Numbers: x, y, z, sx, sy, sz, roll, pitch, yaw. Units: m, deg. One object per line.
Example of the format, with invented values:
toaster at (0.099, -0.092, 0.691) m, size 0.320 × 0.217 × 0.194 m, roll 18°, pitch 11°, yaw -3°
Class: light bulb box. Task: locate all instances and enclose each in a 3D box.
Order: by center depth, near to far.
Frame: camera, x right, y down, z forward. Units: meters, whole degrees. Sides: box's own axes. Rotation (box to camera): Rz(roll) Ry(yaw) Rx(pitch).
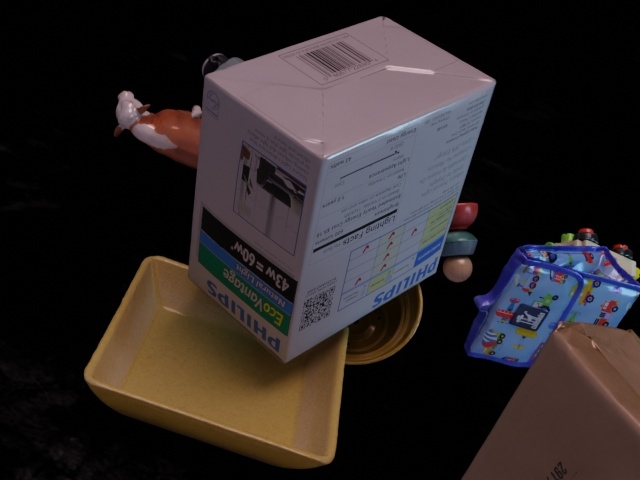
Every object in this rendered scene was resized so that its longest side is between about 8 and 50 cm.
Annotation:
light bulb box at (0.022, -0.080, 1.326) m, size 0.358 × 0.361 × 0.225 m, roll -27°, pitch 53°, yaw -38°

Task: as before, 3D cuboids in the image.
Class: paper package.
paper package at (0.365, 0.325, 1.183) m, size 0.168 × 0.324 × 0.309 m, roll 5°, pitch 33°, yaw -34°

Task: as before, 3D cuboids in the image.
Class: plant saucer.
plant saucer at (-0.136, 0.180, 1.298) m, size 0.333 × 0.081 × 0.332 m, roll 20°, pitch 27°, yaw -5°

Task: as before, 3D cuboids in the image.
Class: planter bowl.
planter bowl at (0.057, 0.118, 1.515) m, size 0.217 × 0.090 × 0.217 m, roll -1°, pitch 62°, yaw 3°

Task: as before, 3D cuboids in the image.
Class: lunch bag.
lunch bag at (0.400, 0.118, 1.687) m, size 0.293 × 0.221 × 0.138 m, roll 8°, pitch 32°, yaw -29°

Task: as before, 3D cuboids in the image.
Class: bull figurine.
bull figurine at (-0.265, -0.212, 1.868) m, size 0.310 × 0.101 × 0.188 m, roll 28°, pitch 26°, yaw 8°

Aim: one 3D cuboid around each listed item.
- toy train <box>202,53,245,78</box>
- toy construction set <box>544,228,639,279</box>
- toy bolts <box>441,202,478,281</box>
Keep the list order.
toy train at (-0.129, -0.281, 1.983) m, size 0.334 × 0.142 × 0.190 m, roll 42°, pitch -12°, yaw 32°
toy construction set at (0.525, 0.072, 1.906) m, size 0.328 × 0.215 × 0.151 m, roll 4°, pitch 74°, yaw -33°
toy bolts at (0.204, 0.012, 1.870) m, size 0.229 × 0.158 × 0.218 m, roll -2°, pitch -4°, yaw -25°
